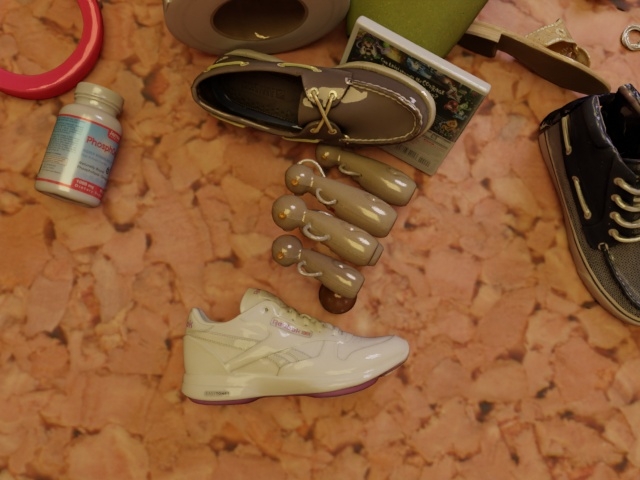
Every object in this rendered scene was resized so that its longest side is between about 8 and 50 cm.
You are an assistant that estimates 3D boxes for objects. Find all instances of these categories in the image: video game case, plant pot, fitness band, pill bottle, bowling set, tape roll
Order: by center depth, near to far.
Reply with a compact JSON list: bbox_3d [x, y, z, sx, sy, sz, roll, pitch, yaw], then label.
[{"bbox_3d":[0.000,0.000,0.832,0.154,0.287,0.199,28,116,8],"label":"bowling set"},{"bbox_3d":[-0.092,-0.372,0.840,0.246,0.246,0.169,-8,83,-3],"label":"tape roll"},{"bbox_3d":[0.144,-0.400,0.865,0.275,0.275,0.293,19,98,1],"label":"plant pot"},{"bbox_3d":[0.108,-0.190,0.866,0.191,0.173,0.022,29,54,2],"label":"video game case"},{"bbox_3d":[-0.327,-0.132,0.877,0.087,0.087,0.160,15,83,0],"label":"pill bottle"},{"bbox_3d":[-0.447,-0.339,0.914,0.209,0.054,0.291,-44,90,-5],"label":"fitness band"}]

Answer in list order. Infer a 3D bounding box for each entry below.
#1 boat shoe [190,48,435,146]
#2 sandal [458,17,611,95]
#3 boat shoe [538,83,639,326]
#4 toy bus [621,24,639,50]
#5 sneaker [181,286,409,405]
[{"bbox_3d":[-0.014,-0.182,0.843,0.325,0.096,0.116,16,124,16],"label":"boat shoe"},{"bbox_3d":[0.322,-0.292,0.924,0.240,0.088,0.079,23,88,6],"label":"sandal"},{"bbox_3d":[0.409,-0.045,0.857,0.127,0.158,0.340,-22,83,-5],"label":"boat shoe"},{"bbox_3d":[0.593,-0.329,0.930,0.191,0.104,0.202,41,82,4],"label":"toy bus"},{"bbox_3d":[-0.035,0.133,0.837,0.306,0.114,0.152,-4,84,-3],"label":"sneaker"}]
